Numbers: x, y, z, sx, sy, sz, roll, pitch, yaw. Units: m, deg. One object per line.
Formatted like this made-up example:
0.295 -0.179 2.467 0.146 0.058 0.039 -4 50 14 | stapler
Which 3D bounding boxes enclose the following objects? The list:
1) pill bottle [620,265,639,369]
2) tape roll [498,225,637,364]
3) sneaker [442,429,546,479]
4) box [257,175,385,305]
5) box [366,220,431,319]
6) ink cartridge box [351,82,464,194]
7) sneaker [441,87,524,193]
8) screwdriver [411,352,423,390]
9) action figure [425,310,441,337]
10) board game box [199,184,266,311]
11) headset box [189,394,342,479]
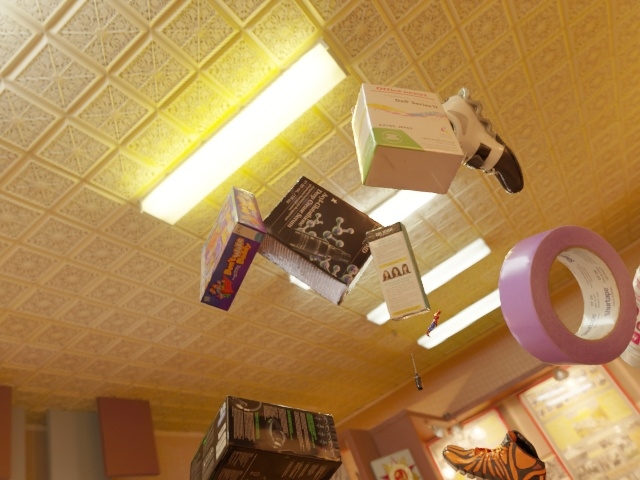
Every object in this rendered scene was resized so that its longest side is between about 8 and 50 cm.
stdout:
0.906 0.206 1.315 0.160 0.160 0.283 -15 -58 -16 | pill bottle
0.500 0.112 0.991 0.275 0.274 0.090 -9 -11 -23 | tape roll
0.561 0.684 1.583 0.125 0.321 0.180 -15 -69 -59 | sneaker
0.000 0.000 1.858 0.293 0.395 0.212 -53 -10 -28 | box
0.204 0.080 1.290 0.101 0.244 0.060 -20 -20 20 | box
0.195 -0.274 1.198 0.207 0.353 0.119 5 -47 -9 | ink cartridge box
0.429 -0.248 1.371 0.146 0.330 0.122 -34 -3 -5 | sneaker
0.327 0.451 1.688 0.024 0.170 0.025 15 -66 -9 | screwdriver
0.459 0.334 1.974 0.030 0.038 0.115 20 -81 2 | action figure
-0.249 0.006 1.353 0.078 0.347 0.233 23 -76 -20 | board game box
-0.119 0.498 1.099 0.283 0.131 0.246 18 -63 -21 | headset box
